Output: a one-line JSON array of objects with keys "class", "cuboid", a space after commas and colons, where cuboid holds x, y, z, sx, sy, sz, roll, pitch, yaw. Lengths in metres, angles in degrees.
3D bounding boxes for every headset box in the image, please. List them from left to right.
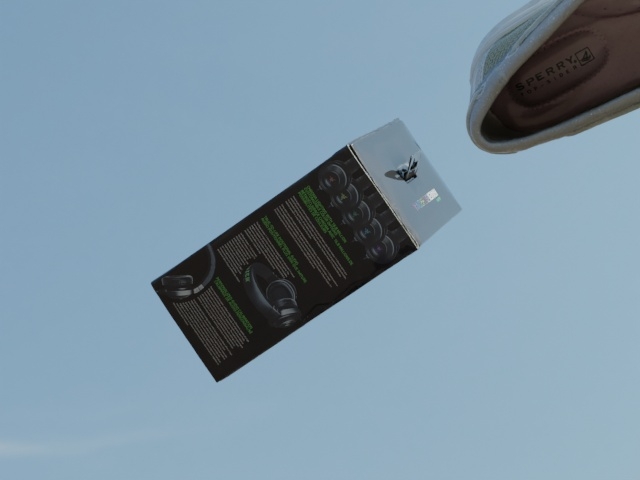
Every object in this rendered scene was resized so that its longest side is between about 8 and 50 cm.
[{"class": "headset box", "cuboid": [0.000, 0.000, 1.747, 0.283, 0.131, 0.246, -34, 0, 19]}]

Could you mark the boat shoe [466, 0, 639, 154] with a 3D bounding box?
[{"class": "boat shoe", "cuboid": [0.230, -0.155, 1.032, 0.320, 0.103, 0.118, -29, -76, 22]}]
